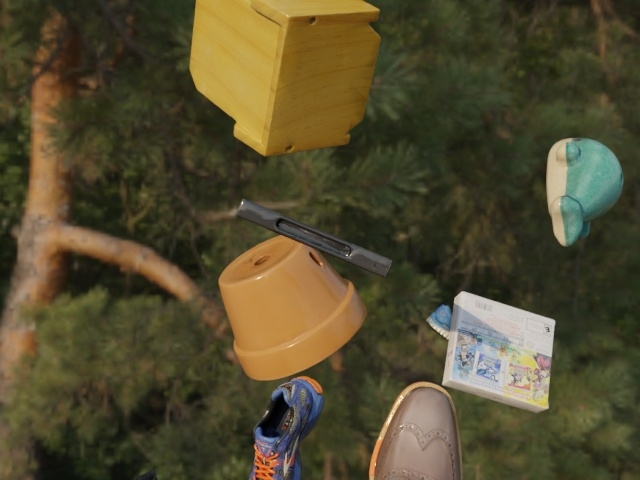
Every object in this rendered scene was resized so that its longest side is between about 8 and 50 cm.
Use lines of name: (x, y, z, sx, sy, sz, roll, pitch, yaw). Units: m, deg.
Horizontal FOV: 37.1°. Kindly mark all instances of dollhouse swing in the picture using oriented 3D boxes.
dollhouse swing: (-0.089, -0.424, 2.163, 0.315, 0.347, 0.305, -11, 43, -27)

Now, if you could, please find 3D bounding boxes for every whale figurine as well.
whale figurine: (0.522, -0.096, 1.890, 0.141, 0.216, 0.272, -3, 27, 23)

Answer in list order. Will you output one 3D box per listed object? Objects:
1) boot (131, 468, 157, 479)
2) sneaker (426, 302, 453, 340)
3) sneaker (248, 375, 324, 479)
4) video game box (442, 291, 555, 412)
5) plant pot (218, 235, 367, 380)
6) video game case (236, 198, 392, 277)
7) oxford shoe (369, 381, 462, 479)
boot: (-0.337, 0.501, 1.815, 0.045, 0.099, 0.121, -34, -10, 39)
sneaker: (0.293, 0.183, 1.901, 0.162, 0.073, 0.063, 35, -2, -12)
sneaker: (-0.070, 0.302, 1.389, 0.083, 0.221, 0.087, 14, -3, 32)
video game box: (0.346, 0.215, 1.834, 0.205, 0.187, 0.048, 18, -30, -9)
plant pot: (-0.076, 0.121, 1.963, 0.290, 0.203, 0.291, -25, 19, 9)
video game case: (0.000, 0.000, 1.572, 0.248, 0.035, 0.275, 23, 0, 5)
oxford shoe: (0.126, 0.359, 1.244, 0.130, 0.364, 0.133, 10, -18, -1)
